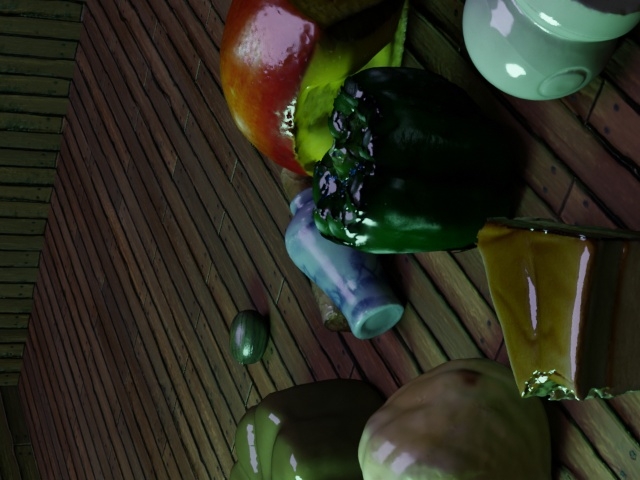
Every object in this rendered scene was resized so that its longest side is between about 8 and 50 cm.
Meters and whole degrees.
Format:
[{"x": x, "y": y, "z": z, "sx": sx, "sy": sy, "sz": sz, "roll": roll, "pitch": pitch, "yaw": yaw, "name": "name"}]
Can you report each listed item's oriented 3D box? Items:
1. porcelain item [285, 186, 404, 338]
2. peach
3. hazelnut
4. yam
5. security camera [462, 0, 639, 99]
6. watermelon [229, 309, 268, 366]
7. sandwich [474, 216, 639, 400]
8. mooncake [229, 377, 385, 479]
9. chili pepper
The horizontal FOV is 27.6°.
[{"x": 0.034, "y": 0.030, "z": 2.051, "sx": 0.259, "sy": 0.141, "sz": 0.141, "roll": 61, "pitch": 143, "yaw": 28, "name": "porcelain item"}, {"x": -0.024, "y": -0.271, "z": 1.885, "sx": 0.242, "sy": 0.306, "sz": 0.380, "roll": 36, "pitch": 157, "yaw": 13, "name": "peach"}, {"x": 0.183, "y": 0.276, "z": 1.670, "sx": 0.241, "sy": 0.261, "sz": 0.261, "roll": 29, "pitch": 120, "yaw": 26, "name": "hazelnut"}, {"x": 0.000, "y": 0.000, "z": 2.202, "sx": 0.081, "sy": 0.081, "sz": 0.357, "roll": 117, "pitch": 145, "yaw": -43, "name": "yam"}, {"x": 0.264, "y": -0.271, "z": 1.528, "sx": 0.236, "sy": 0.194, "sz": 0.195, "roll": 124, "pitch": 140, "yaw": -54, "name": "security camera"}, {"x": -0.137, "y": 0.186, "z": 2.482, "sx": 0.078, "sy": 0.078, "sz": 0.111, "roll": -165, "pitch": 78, "yaw": -64, "name": "watermelon"}, {"x": 0.287, "y": 0.082, "z": 1.487, "sx": 0.227, "sy": 0.155, "sz": 0.198, "roll": -165, "pitch": 78, "yaw": -65, "name": "sandwich"}, {"x": -0.012, "y": 0.412, "z": 2.058, "sx": 0.378, "sy": 0.200, "sz": 0.379, "roll": -178, "pitch": 90, "yaw": -66, "name": "mooncake"}, {"x": 0.123, "y": -0.090, "z": 1.739, "sx": 0.233, "sy": 0.256, "sz": 0.249, "roll": -121, "pitch": 41, "yaw": -57, "name": "chili pepper"}]
